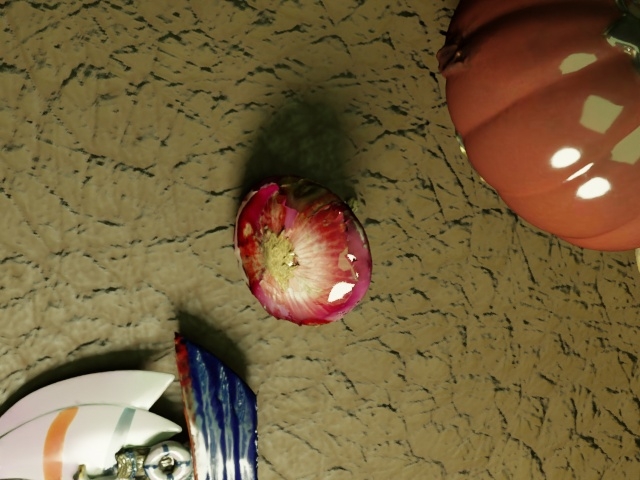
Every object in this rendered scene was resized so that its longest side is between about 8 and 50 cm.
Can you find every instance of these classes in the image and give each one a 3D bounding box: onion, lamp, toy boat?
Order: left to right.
[{"bbox_3d":[-0.197,0.181,1.062,0.318,0.072,0.219,22,98,-9],"label":"toy boat"},{"bbox_3d":[0.000,0.000,1.047,0.140,0.150,0.150,-27,113,-48],"label":"onion"},{"bbox_3d":[0.249,-0.139,0.996,0.303,0.257,0.303,19,60,-37],"label":"lamp"}]

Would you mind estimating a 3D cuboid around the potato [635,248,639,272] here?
[{"bbox_3d":[0.411,0.036,1.164,0.178,0.118,0.109,53,50,-6],"label":"potato"}]
